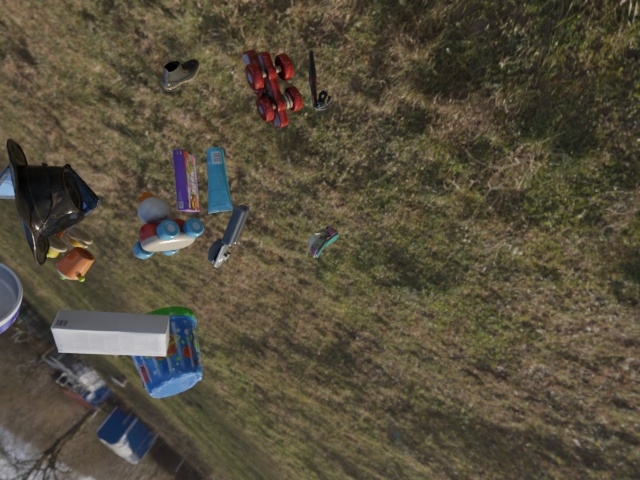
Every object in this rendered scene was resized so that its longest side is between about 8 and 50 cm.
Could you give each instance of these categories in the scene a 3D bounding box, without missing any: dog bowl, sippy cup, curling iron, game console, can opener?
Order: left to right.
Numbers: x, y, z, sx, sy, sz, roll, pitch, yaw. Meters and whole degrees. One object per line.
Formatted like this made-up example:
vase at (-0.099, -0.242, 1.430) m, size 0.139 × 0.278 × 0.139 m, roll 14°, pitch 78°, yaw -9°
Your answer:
dog bowl at (-1.108, 0.189, 1.305) m, size 0.265 × 0.264 × 0.104 m, roll 38°, pitch 132°, yaw -7°
game console at (-0.995, -0.147, 1.485) m, size 0.293 × 0.173 × 0.250 m, roll -22°, pitch 112°, yaw 36°
sippy cup at (-0.486, 0.365, 1.317) m, size 0.240 × 0.223 × 0.306 m, roll -39°, pitch 151°, yaw 20°
can opener at (-0.374, -0.021, 1.625) m, size 0.095 × 0.076 × 0.283 m, roll 29°, pitch 109°, yaw 9°
curling iron at (-0.013, -0.569, 1.466) m, size 0.068 × 0.273 × 0.035 m, roll -11°, pitch 155°, yaw -2°

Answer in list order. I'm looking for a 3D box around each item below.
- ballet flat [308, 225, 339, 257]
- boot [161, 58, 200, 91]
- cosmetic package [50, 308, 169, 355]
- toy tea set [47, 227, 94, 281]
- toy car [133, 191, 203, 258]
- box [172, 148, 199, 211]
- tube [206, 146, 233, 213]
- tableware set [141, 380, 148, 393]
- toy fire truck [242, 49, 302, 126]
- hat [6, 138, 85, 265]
ballet flat at (0.000, 0.000, 1.611) m, size 0.079 × 0.221 × 0.076 m, roll 35°, pitch 123°, yaw 8°
boot at (-0.559, -0.699, 1.672) m, size 0.077 × 0.197 × 0.137 m, roll 39°, pitch 156°, yaw -9°
cosmetic package at (-0.486, 0.219, 0.974) m, size 0.239 × 0.060 × 0.098 m, roll 7°, pitch 129°, yaw -14°
toy tea set at (-0.929, 0.019, 1.468) m, size 0.200 × 0.124 × 0.336 m, roll 43°, pitch -179°, yaw -40°
toy car at (-0.601, -0.083, 1.564) m, size 0.219 × 0.210 × 0.237 m, roll -28°, pitch 78°, yaw 36°
box at (-0.665, -0.291, 2.052) m, size 0.058 × 0.292 × 0.201 m, roll -5°, pitch -178°, yaw -2°
tube at (-0.327, -0.191, 1.312) m, size 0.080 × 0.206 × 0.052 m, roll -9°, pitch 170°, yaw 10°
tableware set at (-0.684, 0.527, 1.689) m, size 0.128 × 0.194 × 0.039 m, roll 11°, pitch 126°, yaw -43°
toy fire truck at (-0.219, -0.628, 1.701) m, size 0.254 × 0.170 × 0.301 m, roll 37°, pitch 149°, yaw 54°
hat at (-0.701, -0.104, 1.081) m, size 0.331 × 0.134 × 0.330 m, roll 34°, pitch 131°, yaw 52°
